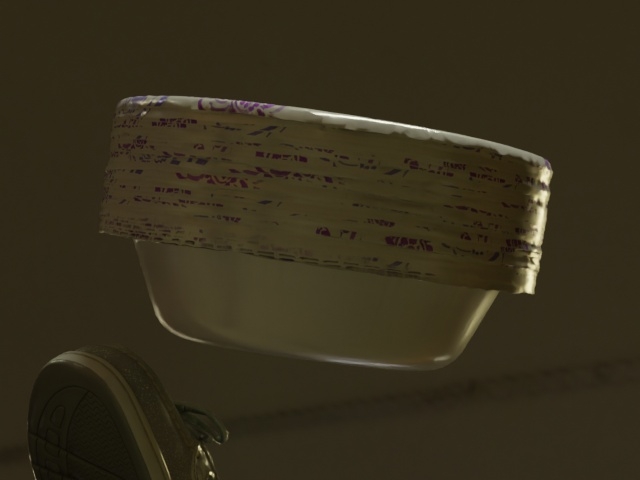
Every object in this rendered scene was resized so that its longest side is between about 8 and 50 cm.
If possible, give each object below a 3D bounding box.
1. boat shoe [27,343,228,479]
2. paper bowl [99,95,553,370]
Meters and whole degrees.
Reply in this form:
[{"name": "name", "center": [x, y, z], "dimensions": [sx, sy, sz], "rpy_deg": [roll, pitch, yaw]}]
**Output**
[{"name": "boat shoe", "center": [-0.104, 0.178, 1.230], "dimensions": [0.118, 0.103, 0.320], "rpy_deg": [14, -41, 35]}, {"name": "paper bowl", "center": [0.000, 0.000, 1.161], "dimensions": [0.284, 0.284, 0.148], "rpy_deg": [7, -91, 10]}]
